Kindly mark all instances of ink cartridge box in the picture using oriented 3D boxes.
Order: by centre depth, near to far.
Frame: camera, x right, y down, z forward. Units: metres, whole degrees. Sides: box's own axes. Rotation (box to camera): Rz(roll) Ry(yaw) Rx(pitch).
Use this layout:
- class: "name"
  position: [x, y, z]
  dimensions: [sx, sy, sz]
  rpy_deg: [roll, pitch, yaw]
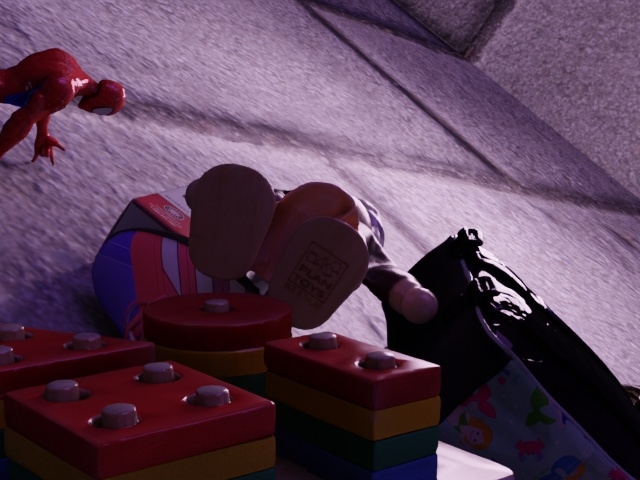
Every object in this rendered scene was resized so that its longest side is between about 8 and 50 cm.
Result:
- class: "ink cartridge box"
  position: [-0.096, 0.014, 1.046]
  dimensions: [0.127, 0.072, 0.175]
  rpy_deg: [38, 20, 11]

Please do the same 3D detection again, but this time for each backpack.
- class: "backpack"
  position: [0.160, 0.146, 0.961]
  dimensions: [0.253, 0.191, 0.225]
  rpy_deg: [36, 17, -16]

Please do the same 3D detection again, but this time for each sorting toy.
- class: "sorting toy"
  position: [-0.077, 0.093, 0.610]
  dimensions: [0.257, 0.089, 0.255]
  rpy_deg: [-8, 13, -38]

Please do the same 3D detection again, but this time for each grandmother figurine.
- class: "grandmother figurine"
  position: [0.000, 0.000, 0.902]
  dimensions: [0.208, 0.104, 0.342]
  rpy_deg: [39, 6, 2]

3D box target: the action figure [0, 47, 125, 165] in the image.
- class: "action figure"
  position: [-0.311, -0.107, 0.995]
  dimensions: [0.281, 0.139, 0.091]
  rpy_deg: [3, 33, -16]

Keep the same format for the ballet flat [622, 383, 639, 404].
- class: "ballet flat"
  position: [0.364, 0.227, 1.269]
  dimensions: [0.096, 0.095, 0.280]
  rpy_deg: [23, 10, -3]

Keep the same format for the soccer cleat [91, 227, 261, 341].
- class: "soccer cleat"
  position: [-0.075, 0.102, 0.843]
  dimensions: [0.318, 0.108, 0.116]
  rpy_deg: [41, 34, 22]
